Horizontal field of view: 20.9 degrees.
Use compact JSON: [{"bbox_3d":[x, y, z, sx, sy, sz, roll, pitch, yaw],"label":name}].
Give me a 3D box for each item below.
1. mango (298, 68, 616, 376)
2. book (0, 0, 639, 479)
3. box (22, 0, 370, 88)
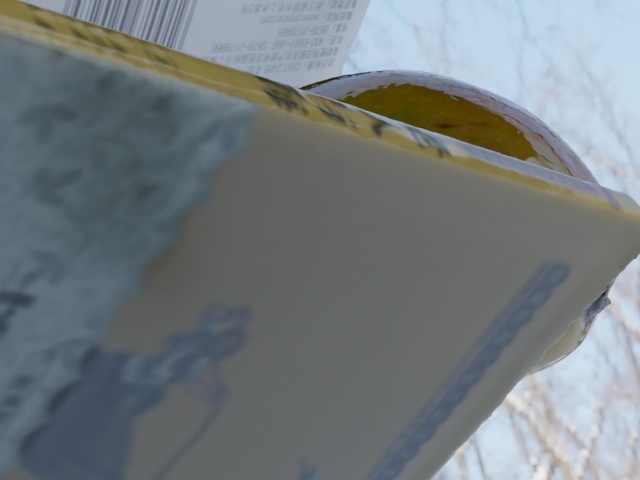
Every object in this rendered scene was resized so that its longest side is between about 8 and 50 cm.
[{"bbox_3d":[0.000,0.000,0.727,0.253,0.139,0.113,-5,-12,22],"label":"mango"},{"bbox_3d":[-0.097,0.050,0.510,0.389,0.032,0.269,12,-54,-45],"label":"book"},{"bbox_3d":[-0.106,-0.103,0.948,0.260,0.111,0.194,-11,-47,-49],"label":"box"}]
